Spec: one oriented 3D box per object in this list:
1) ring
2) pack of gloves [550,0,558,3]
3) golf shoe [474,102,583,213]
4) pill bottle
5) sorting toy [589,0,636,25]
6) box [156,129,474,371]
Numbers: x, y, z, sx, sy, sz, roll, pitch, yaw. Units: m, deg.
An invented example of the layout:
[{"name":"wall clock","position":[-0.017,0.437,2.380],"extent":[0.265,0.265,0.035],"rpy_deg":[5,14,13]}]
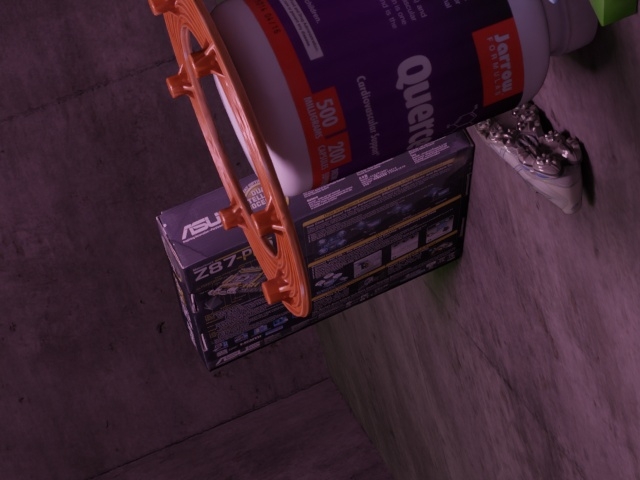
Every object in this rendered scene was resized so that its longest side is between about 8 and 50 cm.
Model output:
[{"name":"ring","position":[-0.087,-0.084,1.318],"extent":[0.336,0.032,0.337],"rpy_deg":[159,90,-81]},{"name":"pack of gloves","position":[0.118,-0.294,1.186],"extent":[0.195,0.046,0.232],"rpy_deg":[48,-155,-32]},{"name":"golf shoe","position":[0.214,-0.085,1.524],"extent":[0.086,0.069,0.176],"rpy_deg":[67,174,-35]},{"name":"pill bottle","position":[0.073,-0.173,1.303],"extent":[0.181,0.323,0.181],"rpy_deg":[158,90,-81]},{"name":"sorting toy","position":[0.184,-0.325,1.176],"extent":[0.196,0.047,0.348],"rpy_deg":[107,141,-76]},{"name":"box","position":[0.000,0.000,1.916],"extent":[0.318,0.395,0.097],"rpy_deg":[86,158,-64]}]
